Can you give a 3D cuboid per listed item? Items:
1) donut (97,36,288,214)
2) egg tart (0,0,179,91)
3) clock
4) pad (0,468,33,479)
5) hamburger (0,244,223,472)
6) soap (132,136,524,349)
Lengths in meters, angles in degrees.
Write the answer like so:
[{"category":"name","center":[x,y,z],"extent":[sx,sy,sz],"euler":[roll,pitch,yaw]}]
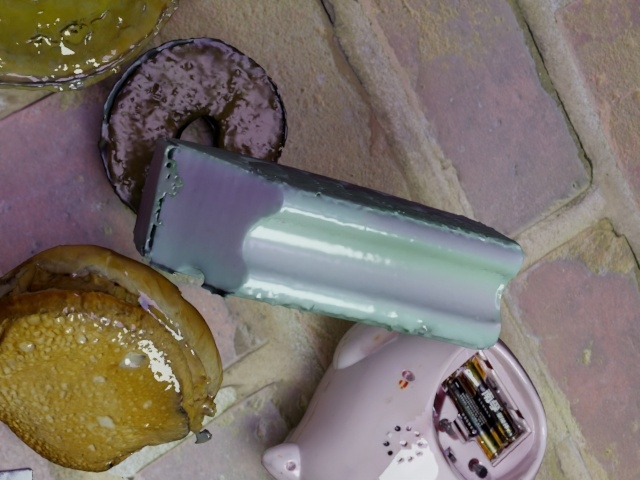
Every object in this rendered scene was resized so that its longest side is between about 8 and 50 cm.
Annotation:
[{"category":"donut","center":[-0.183,-0.138,1.429],"extent":[0.272,0.107,0.272],"euler":[0,89,-21]},{"category":"egg tart","center":[-0.372,-0.402,1.292],"extent":[0.443,0.178,0.443],"euler":[3,81,-20]},{"category":"clock","center":[0.131,0.291,1.472],"extent":[0.377,0.250,0.368],"euler":[-38,103,-23]},{"category":"pad","center":[-0.448,0.424,1.322],"extent":[0.170,0.006,0.245],"euler":[-2,88,-25]},{"category":"hamburger","center":[-0.273,0.150,1.270],"extent":[0.314,0.290,0.170],"euler":[52,32,-27]},{"category":"soap","center":[0.000,0.000,1.318],"extent":[0.446,0.261,0.156],"euler":[13,99,-22]}]
